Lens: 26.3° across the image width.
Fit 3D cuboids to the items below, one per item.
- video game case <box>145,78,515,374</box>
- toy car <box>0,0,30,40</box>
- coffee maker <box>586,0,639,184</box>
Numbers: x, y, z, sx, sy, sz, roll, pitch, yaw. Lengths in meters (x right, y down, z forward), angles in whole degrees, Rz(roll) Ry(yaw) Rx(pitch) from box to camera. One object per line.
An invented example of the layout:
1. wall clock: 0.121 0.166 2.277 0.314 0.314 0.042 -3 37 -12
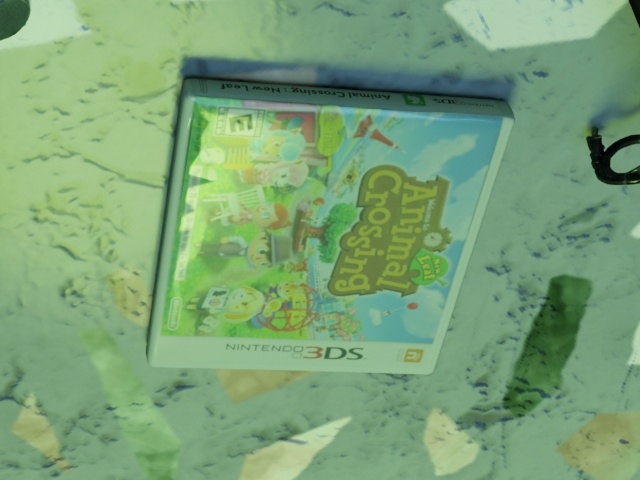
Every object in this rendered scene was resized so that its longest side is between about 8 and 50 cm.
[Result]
1. video game case: 0.000 0.000 0.837 0.193 0.023 0.212 3 129 -13
2. toy car: -0.236 -0.103 0.662 0.188 0.149 0.155 -34 146 -16
3. coffee maker: 0.209 -0.112 0.720 0.171 0.120 0.178 -23 129 10
